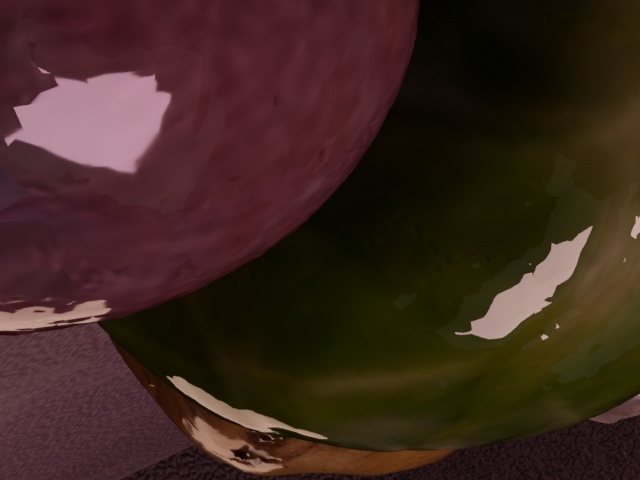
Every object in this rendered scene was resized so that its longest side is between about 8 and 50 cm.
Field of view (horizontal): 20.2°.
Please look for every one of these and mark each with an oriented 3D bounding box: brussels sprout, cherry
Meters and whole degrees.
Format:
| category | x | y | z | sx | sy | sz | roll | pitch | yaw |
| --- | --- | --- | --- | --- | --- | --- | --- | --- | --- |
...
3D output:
| category | x | y | z | sx | sy | sz | roll | pitch | yaw |
| --- | --- | --- | --- | --- | --- | --- | --- | --- | --- |
| brussels sprout | 0.060 | -0.084 | 0.692 | 0.281 | 0.289 | 0.355 | 24 | 92 | -47 |
| cherry | -0.089 | -0.079 | 0.464 | 0.285 | 0.213 | 0.236 | -18 | 133 | 22 |

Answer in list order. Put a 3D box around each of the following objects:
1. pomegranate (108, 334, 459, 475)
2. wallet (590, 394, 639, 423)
| category | x | y | z | sx | sy | sz | roll | pitch | yaw |
| --- | --- | --- | --- | --- | --- | --- | --- | --- | --- |
| pomegranate | 0.000 | 0.000 | 1.045 | 0.281 | 0.281 | 0.281 | -30 | 171 | -5 |
| wallet | 0.151 | -0.066 | 0.934 | 0.275 | 0.335 | 0.068 | -52 | -152 | -19 |
